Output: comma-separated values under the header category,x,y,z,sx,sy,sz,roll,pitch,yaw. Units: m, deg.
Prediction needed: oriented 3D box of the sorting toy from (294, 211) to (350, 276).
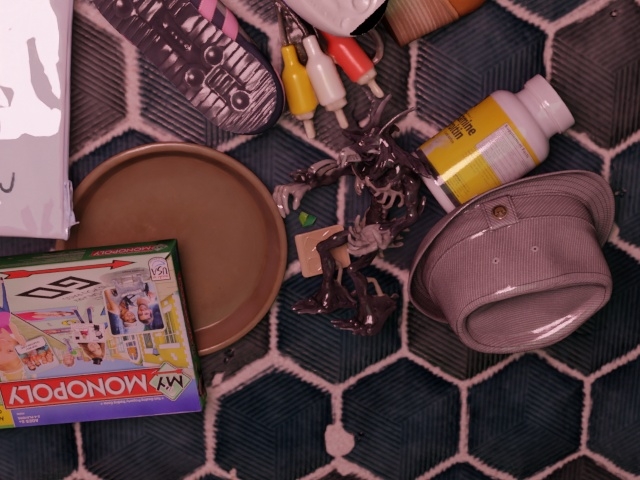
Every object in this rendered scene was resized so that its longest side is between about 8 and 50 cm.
category,x,y,z,sx,sy,sz,roll,pitch,yaw
sorting toy,0.000,0.000,1.586,0.062,0.012,0.083,-13,109,-5

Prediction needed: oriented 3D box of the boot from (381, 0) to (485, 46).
category,x,y,z,sx,sy,sz,roll,pitch,yaw
boot,0.122,-0.374,1.414,0.220,0.109,0.283,-34,118,0

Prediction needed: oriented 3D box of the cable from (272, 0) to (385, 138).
category,x,y,z,sx,sy,sz,roll,pitch,yaw
cable,-0.026,-0.264,1.463,0.139,0.072,0.287,-31,109,5

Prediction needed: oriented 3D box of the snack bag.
category,x,y,z,sx,sy,sz,roll,pitch,yaw
snack bag,-0.436,-0.163,1.406,0.343,0.037,0.323,1,97,-10

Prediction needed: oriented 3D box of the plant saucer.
category,x,y,z,sx,sy,sz,roll,pitch,yaw
plant saucer,-0.179,0.011,1.555,0.278,0.041,0.277,-2,109,-7

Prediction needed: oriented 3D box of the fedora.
category,x,y,z,sx,sy,sz,roll,pitch,yaw
fedora,0.246,0.045,1.525,0.275,0.124,0.243,-13,139,-9

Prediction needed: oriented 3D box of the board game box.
category,x,y,z,sx,sy,sz,roll,pitch,yaw
board game box,-0.310,0.117,1.537,0.317,0.046,0.213,-6,112,6

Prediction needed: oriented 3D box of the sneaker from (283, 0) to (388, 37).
category,x,y,z,sx,sy,sz,roll,pitch,yaw
sneaker,-0.076,-0.355,1.355,0.130,0.236,0.323,-44,113,-13

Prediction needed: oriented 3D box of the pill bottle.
category,x,y,z,sx,sy,sz,roll,pitch,yaw
pill bottle,0.205,-0.113,1.524,0.184,0.103,0.103,-37,109,6

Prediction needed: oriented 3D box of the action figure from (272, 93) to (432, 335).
category,x,y,z,sx,sy,sz,roll,pitch,yaw
action figure,0.040,-0.028,1.495,0.141,0.164,0.275,-11,118,-42

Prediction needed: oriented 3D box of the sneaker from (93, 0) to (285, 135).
category,x,y,z,sx,sy,sz,roll,pitch,yaw
sneaker,-0.159,-0.243,1.445,0.112,0.131,0.319,-38,86,9
